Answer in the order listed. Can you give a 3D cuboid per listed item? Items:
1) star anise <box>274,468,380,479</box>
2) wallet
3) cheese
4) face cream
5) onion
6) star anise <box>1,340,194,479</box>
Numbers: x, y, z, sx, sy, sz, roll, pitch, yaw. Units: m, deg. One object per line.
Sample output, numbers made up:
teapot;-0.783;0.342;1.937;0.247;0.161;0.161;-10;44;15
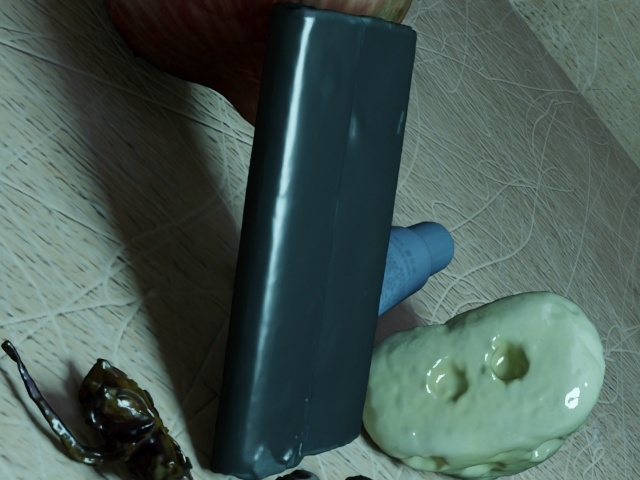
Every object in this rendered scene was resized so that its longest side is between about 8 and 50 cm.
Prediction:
star anise;0.021;0.300;0.962;0.214;0.099;0.220;10;53;-45
wallet;0.001;0.000;1.018;0.228;0.062;0.406;-7;106;-61
cheese;0.182;0.159;1.236;0.251;0.248;0.173;18;46;-44
face cream;0.049;0.041;1.298;0.135;0.086;0.385;59;31;7
onion;-0.058;-0.293;1.175;0.353;0.354;0.353;41;32;-32
star anise;-0.163;0.135;0.855;0.190;0.070;0.097;50;1;-14
